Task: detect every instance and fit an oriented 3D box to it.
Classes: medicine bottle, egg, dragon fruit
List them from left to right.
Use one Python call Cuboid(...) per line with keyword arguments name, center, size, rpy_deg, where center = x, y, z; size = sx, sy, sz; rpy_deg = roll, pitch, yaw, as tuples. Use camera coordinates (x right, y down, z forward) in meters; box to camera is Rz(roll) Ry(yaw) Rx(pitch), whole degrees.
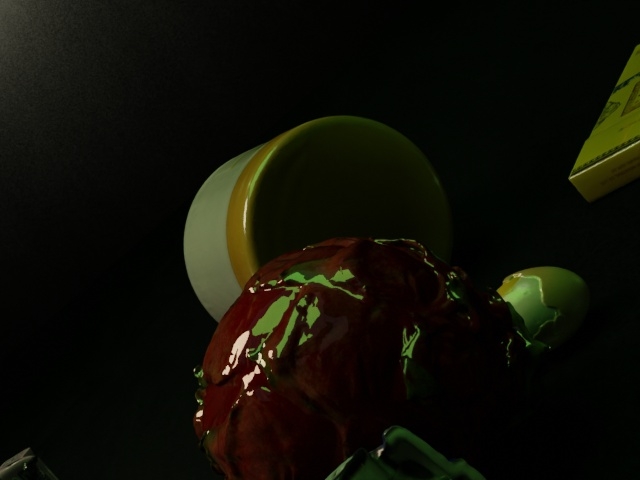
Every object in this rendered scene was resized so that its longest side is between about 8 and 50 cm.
Cuboid(name="medicine bottle", center=(-0.008, -0.003, 1.585), size=(0.238, 0.238, 0.232), rpy_deg=(-46, 13, -19))
Cuboid(name="dragon fruit", center=(0.023, 0.121, 1.091), size=(0.299, 0.244, 0.244), rpy_deg=(-31, 16, 40))
Cuboid(name="egg", center=(0.182, 0.056, 1.198), size=(0.083, 0.071, 0.071), rpy_deg=(-34, 14, 21))

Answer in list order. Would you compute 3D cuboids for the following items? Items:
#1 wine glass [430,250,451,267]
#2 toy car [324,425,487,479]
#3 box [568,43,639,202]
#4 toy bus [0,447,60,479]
Cuboid(name="wine glass", center=(0.047, 0.116, 1.335), size=(0.103, 0.103, 0.231), rpy_deg=(-28, 23, 47))
Cuboid(name="toy car", center=(0.026, 0.241, 0.868), size=(0.235, 0.172, 0.158), rpy_deg=(-46, -3, -9))
Cuboid(name="box", center=(0.356, -0.154, 1.470), size=(0.153, 0.041, 0.279), rpy_deg=(-29, 17, 41))
Cuboid(name="toy bus", center=(-0.267, 0.303, 1.415), size=(0.096, 0.199, 0.108), rpy_deg=(-32, 12, 33))
